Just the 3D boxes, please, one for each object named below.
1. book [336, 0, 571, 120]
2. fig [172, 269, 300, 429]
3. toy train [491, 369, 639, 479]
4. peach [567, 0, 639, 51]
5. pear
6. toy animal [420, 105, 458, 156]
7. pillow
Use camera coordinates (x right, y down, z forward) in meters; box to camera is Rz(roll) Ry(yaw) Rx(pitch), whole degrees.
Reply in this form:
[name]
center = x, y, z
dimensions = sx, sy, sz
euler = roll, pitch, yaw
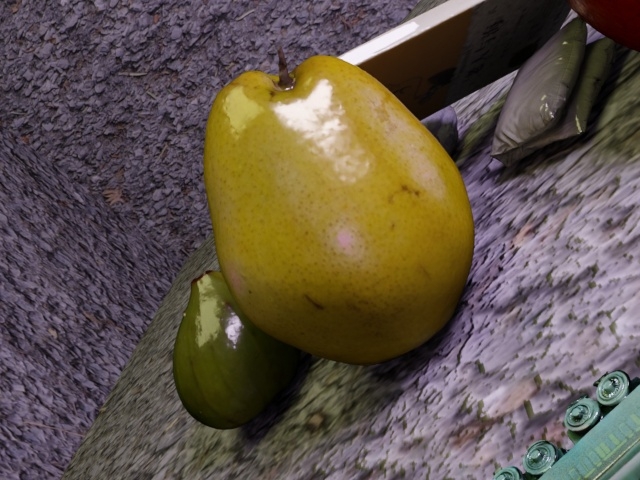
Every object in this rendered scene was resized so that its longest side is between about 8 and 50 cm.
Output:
[book]
center = 0.179, -0.244, 0.804
dimensions = 0.388, 0.032, 0.269
euler = -29, -15, -3
[fig]
center = -0.143, 0.158, 0.909
dimensions = 0.202, 0.225, 0.203
euler = -30, 2, 1
[toy train]
center = 0.167, 0.140, 0.373
dimensions = 0.148, 0.038, 0.071
euler = -48, 17, 9
[peach]
center = 0.330, -0.319, 0.533
dimensions = 0.281, 0.281, 0.339
euler = -41, 32, 33
[pear]
center = 0.013, -0.024, 0.653
dimensions = 0.284, 0.336, 0.285
euler = -31, 38, 28
[toy animal]
center = 0.171, -0.156, 0.985
dimensions = 0.195, 0.090, 0.324
euler = -56, 5, 4
[pillow]
center = 0.280, -0.176, 0.735
dimensions = 0.182, 0.077, 0.134
euler = -62, 15, -26
